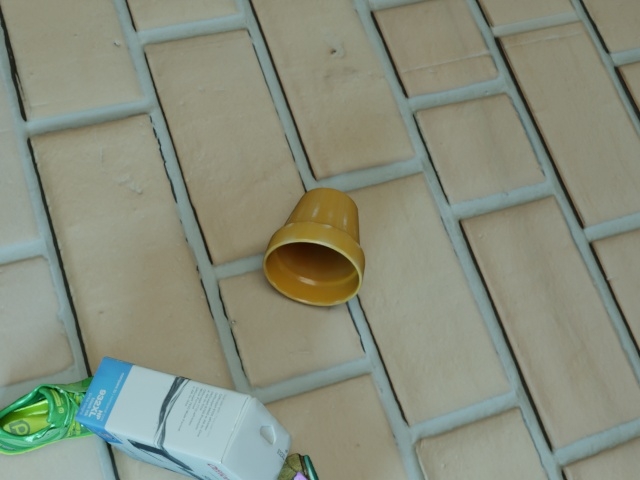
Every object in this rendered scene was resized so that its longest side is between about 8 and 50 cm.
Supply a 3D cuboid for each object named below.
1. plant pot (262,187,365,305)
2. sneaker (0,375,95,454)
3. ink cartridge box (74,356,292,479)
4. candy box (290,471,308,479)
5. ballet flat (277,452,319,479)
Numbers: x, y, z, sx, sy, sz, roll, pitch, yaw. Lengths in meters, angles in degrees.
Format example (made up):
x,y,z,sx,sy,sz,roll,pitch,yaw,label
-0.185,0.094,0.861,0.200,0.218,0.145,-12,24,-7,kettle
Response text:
x,y,z,sx,sy,sz,roll,pitch,yaw,label
0.000,0.000,1.906,0.205,0.205,0.188,18,49,-4,plant pot
-0.467,0.314,1.702,0.295,0.123,0.109,-21,73,-20,sneaker
-0.236,0.333,1.623,0.307,0.223,0.129,10,62,26,ink cartridge box
-0.049,0.538,1.616,0.165,0.070,0.196,42,72,14,candy box
-0.001,0.571,1.710,0.123,0.123,0.349,-22,74,-20,ballet flat
